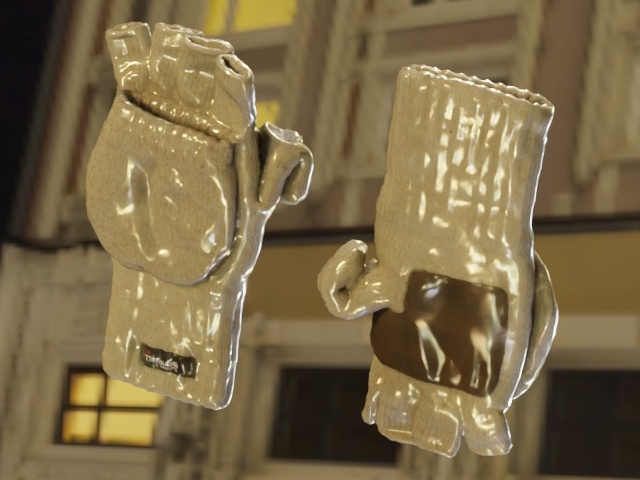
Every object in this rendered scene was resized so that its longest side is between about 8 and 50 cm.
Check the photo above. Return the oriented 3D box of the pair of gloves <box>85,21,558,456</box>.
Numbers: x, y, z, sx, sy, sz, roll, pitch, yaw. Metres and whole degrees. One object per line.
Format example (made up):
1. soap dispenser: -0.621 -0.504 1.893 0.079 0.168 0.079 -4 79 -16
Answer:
1. pair of gloves: 0.000 0.000 0.949 0.042 0.240 0.204 -49 -37 -55
